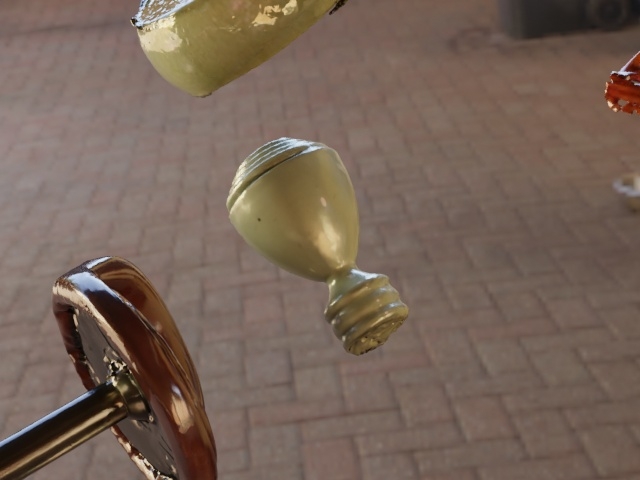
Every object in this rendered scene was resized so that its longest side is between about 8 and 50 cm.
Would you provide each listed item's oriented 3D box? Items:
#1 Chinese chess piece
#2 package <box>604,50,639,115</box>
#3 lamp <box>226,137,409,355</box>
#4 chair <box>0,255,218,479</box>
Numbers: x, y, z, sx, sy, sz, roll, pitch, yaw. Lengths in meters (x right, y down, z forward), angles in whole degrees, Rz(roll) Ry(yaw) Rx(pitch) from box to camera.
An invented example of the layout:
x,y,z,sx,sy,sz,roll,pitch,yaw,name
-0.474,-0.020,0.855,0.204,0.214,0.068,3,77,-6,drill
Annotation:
x,y,z,sx,sy,sz,roll,pitch,yaw,name
-0.062,-0.199,1.135,0.188,0.083,0.188,-32,20,14,Chinese chess piece
0.309,-0.099,0.658,0.288,0.108,0.223,-38,55,-17,package
0.000,0.000,1.148,0.106,0.106,0.193,-22,68,-35,lamp
-0.244,0.171,1.072,0.401,0.226,0.226,-31,27,-23,chair
